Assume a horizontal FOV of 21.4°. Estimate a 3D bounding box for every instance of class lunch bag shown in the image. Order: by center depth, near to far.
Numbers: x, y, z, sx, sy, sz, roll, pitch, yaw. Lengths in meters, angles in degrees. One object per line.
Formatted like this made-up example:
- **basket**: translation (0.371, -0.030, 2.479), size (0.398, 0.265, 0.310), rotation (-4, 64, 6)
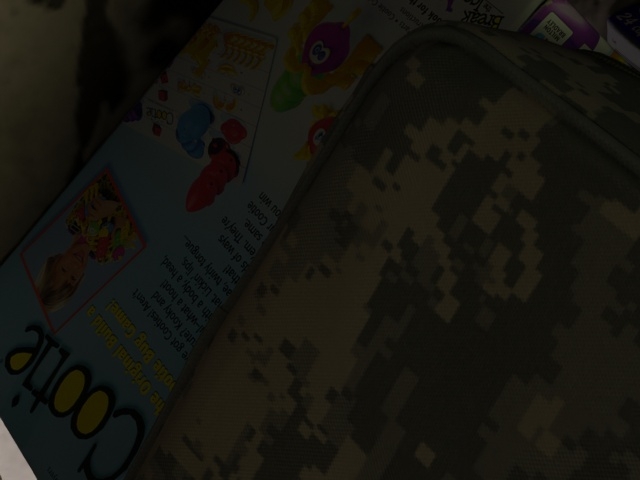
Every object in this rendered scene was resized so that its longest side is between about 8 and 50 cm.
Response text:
- **lunch bag**: translation (0.100, 0.089, 0.616), size (0.256, 0.212, 0.305), rotation (6, 118, -51)

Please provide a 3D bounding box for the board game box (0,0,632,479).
- **board game box**: translation (0.000, 0.000, 0.721), size (0.275, 0.144, 0.142), rotation (-49, 137, 7)

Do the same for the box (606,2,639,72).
- **box**: translation (0.223, -0.074, 0.883), size (0.137, 0.072, 0.126), rotation (-26, 136, -18)

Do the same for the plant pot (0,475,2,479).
- **plant pot**: translation (-0.197, 0.127, 0.663), size (0.237, 0.109, 0.237), rotation (10, 137, 10)
